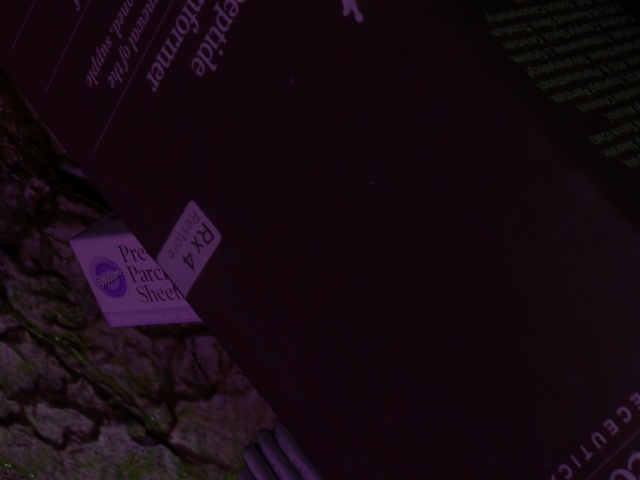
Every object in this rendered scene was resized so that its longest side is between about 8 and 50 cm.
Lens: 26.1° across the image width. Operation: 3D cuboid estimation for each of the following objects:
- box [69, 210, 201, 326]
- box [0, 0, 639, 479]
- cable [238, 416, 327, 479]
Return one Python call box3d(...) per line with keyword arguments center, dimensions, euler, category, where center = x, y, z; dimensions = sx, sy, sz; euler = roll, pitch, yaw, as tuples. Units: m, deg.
box3d(center=(0.000, 0.000, 0.752), dimensions=(0.324, 0.063, 0.067), euler=(-5, 114, 39), category="box")
box3d(center=(0.034, -0.034, 0.575), dimensions=(0.381, 0.143, 0.191), euler=(48, 128, 18), category="box")
box3d(center=(0.074, 0.173, 0.700), dimensions=(0.257, 0.257, 0.089), euler=(42, 90, -2), category="cable")
